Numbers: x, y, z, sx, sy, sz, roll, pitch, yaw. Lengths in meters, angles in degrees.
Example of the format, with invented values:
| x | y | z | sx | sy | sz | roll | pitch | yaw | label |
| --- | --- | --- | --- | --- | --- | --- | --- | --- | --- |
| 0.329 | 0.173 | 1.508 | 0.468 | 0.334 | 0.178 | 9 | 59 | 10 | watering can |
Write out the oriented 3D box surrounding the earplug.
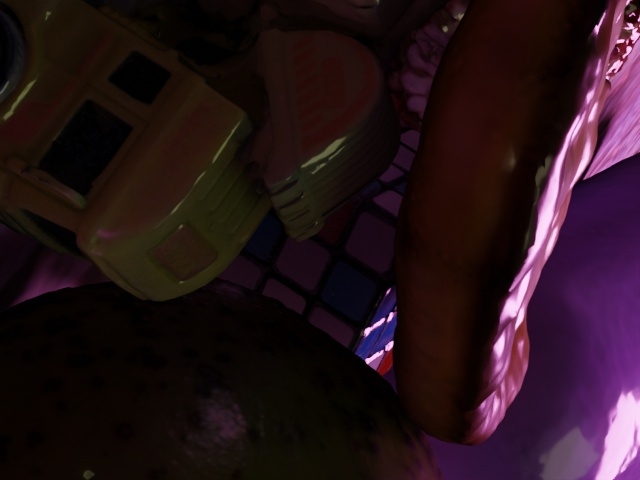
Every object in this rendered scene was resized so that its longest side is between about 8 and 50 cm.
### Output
| x | y | z | sx | sy | sz | roll | pitch | yaw | label |
| --- | --- | --- | --- | --- | --- | --- | --- | --- | --- |
| 0.160 | 0.067 | 1.184 | 0.456 | 0.215 | 0.215 | -16 | 138 | -61 | earplug |

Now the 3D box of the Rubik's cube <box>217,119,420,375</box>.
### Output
| x | y | z | sx | sy | sz | roll | pitch | yaw | label |
| --- | --- | --- | --- | --- | --- | --- | --- | --- | --- |
| 0.000 | 0.000 | 0.772 | 0.092 | 0.092 | 0.092 | -29 | 148 | -59 | Rubik's cube |

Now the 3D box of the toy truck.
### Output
| x | y | z | sx | sy | sz | roll | pitch | yaw | label |
| --- | --- | --- | --- | --- | --- | --- | --- | --- | --- |
| -0.019 | -0.070 | 0.544 | 0.191 | 0.116 | 0.085 | -54 | 162 | -8 | toy truck |

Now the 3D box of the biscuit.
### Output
| x | y | z | sx | sy | sz | roll | pitch | yaw | label |
| --- | --- | --- | --- | --- | --- | --- | --- | --- | --- |
| 0.060 | -0.009 | 0.626 | 0.299 | 0.045 | 0.154 | 80 | 29 | -72 | biscuit |

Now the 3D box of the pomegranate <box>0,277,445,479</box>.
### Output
| x | y | z | sx | sy | sz | roll | pitch | yaw | label |
| --- | --- | --- | --- | --- | --- | --- | --- | --- | --- |
| -0.069 | 0.117 | 0.675 | 0.214 | 0.214 | 0.248 | -51 | -164 | -19 | pomegranate |

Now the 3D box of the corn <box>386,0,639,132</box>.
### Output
| x | y | z | sx | sy | sz | roll | pitch | yaw | label |
| --- | --- | --- | --- | --- | --- | --- | --- | --- | --- |
| 0.082 | -0.087 | 0.842 | 0.098 | 0.098 | 0.289 | -32 | 152 | -55 | corn |
